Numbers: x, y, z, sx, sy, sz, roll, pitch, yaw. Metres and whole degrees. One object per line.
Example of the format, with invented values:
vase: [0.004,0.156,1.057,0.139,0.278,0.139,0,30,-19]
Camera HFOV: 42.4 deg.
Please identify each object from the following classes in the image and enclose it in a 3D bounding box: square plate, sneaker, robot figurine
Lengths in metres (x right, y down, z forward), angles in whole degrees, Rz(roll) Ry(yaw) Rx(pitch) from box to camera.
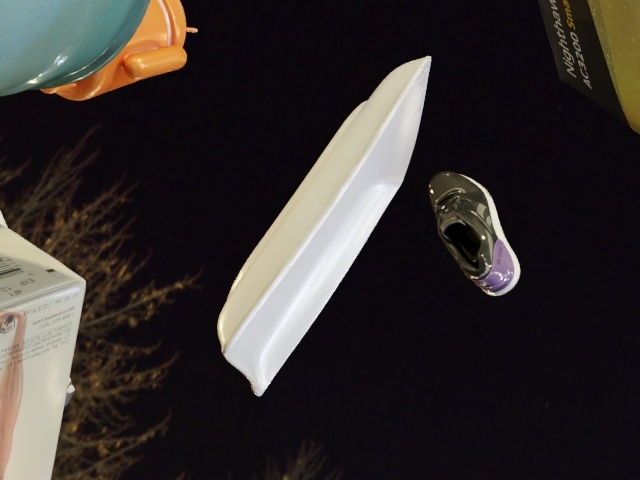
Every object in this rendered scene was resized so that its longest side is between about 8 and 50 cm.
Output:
square plate: [0.000,0.000,0.907,0.049,0.344,0.347,31,-14,9]
sneaker: [0.258,-0.038,1.494,0.107,0.283,0.124,-42,-42,20]
robot figurine: [-0.242,-0.236,0.929,0.158,0.219,0.128,-4,-69,39]

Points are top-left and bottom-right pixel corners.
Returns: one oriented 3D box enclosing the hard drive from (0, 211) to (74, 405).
hard drive: [-0.525,0.114,1.177,0.338,0.237,0.064,62,-36,19]

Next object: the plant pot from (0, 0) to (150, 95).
plant pot: [-0.346,-0.226,0.620,0.341,0.334,0.341,8,-60,13]

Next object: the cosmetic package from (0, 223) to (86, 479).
cosmetic package: [-0.328,0.145,0.747,0.153,0.129,0.296,27,-64,24]

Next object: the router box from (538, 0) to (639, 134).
router box: [0.143,-0.147,0.275,0.081,0.243,0.308,-31,-52,0]
